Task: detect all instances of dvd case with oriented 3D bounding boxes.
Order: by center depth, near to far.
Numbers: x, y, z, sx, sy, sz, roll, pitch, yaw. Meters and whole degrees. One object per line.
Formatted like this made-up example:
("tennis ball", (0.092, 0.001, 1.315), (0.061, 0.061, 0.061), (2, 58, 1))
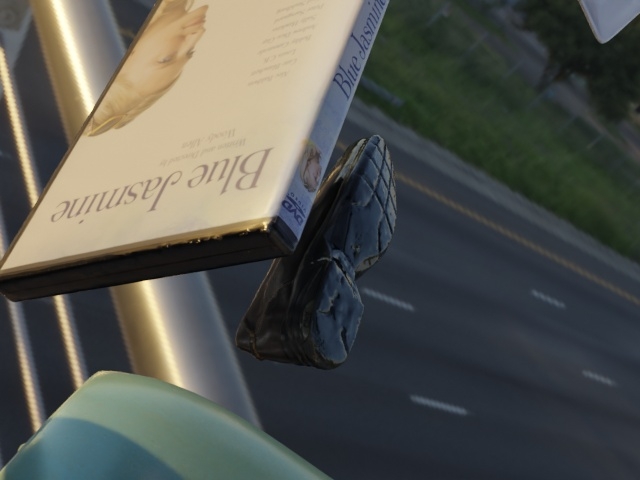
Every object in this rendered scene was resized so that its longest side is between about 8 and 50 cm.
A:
("dvd case", (-0.054, -0.080, 0.529), (0.022, 0.180, 0.253), (52, 43, -36))

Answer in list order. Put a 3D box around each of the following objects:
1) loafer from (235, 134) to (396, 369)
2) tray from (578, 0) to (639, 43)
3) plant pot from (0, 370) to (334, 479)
("loafer", (0.000, 0.000, 0.597), (0.062, 0.061, 0.170), (63, 37, -35))
("tray", (0.342, -0.337, 1.022), (0.145, 0.270, 0.030), (54, -11, -26))
("plant pot", (-0.141, 0.240, 0.766), (0.235, 0.293, 0.293), (42, 23, -2))
